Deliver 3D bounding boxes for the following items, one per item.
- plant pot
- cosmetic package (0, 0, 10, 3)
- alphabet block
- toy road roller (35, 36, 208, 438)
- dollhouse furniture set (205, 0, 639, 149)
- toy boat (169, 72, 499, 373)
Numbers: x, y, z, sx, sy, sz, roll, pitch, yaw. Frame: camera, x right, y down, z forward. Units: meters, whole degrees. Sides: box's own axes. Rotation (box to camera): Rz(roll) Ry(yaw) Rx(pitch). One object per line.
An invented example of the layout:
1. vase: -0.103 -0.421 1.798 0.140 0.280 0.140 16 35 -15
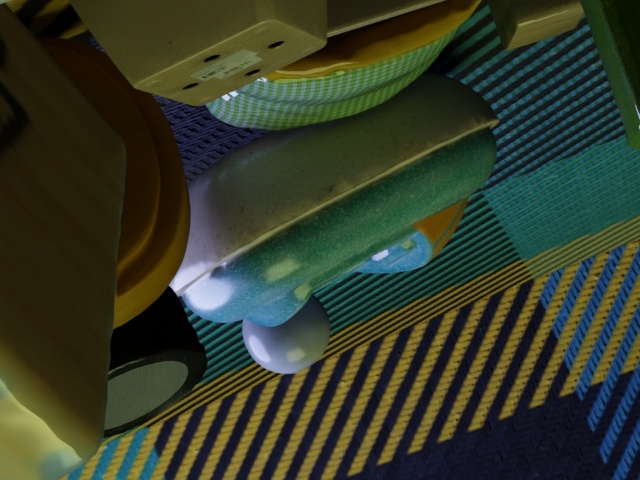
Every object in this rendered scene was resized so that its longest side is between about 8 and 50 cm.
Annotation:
1. plant pot: -0.055 -0.122 0.914 0.109 0.096 0.109 -24 169 18
2. cosmetic package: -0.069 -0.166 0.343 0.225 0.224 0.138 -18 169 -12
3. alphabet block: -0.207 -0.008 0.762 0.192 0.193 0.197 -26 129 18
4. toy road roller: -0.227 0.009 1.012 0.329 0.202 0.240 -24 157 -9
5. dollhouse furniture set: 0.095 -0.089 1.187 0.301 0.151 0.197 -18 169 -8
6. toy boat: 0.000 0.000 1.410 0.267 0.148 0.318 -28 177 -25
